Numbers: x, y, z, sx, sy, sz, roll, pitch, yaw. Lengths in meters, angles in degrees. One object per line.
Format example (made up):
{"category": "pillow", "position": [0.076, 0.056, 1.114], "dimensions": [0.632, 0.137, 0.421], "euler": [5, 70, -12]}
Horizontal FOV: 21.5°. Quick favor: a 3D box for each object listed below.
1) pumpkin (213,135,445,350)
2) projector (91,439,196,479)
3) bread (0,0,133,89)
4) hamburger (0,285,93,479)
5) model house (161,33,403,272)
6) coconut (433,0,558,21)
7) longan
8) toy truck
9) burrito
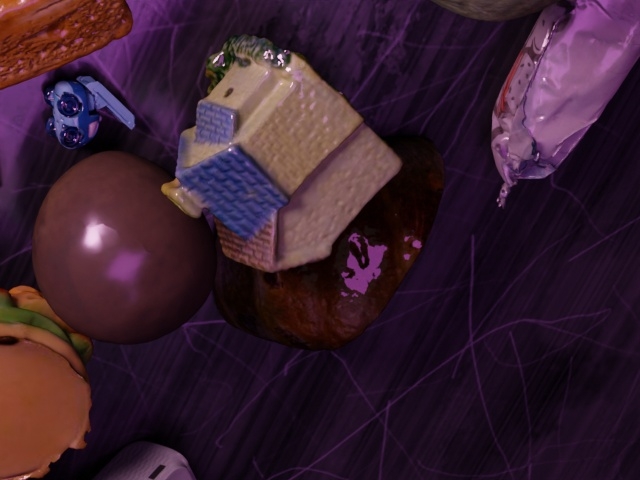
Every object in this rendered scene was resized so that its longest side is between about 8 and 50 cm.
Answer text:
{"category": "pumpkin", "position": [0.000, 0.000, 1.883], "dimensions": [0.169, 0.148, 0.312], "euler": [29, 102, -33]}
{"category": "projector", "position": [-0.234, 0.392, 1.990], "dimensions": [0.250, 0.108, 0.198], "euler": [-47, 130, -33]}
{"category": "bread", "position": [-0.325, -0.213, 1.676], "dimensions": [0.271, 0.077, 0.139], "euler": [-23, 153, -4]}
{"category": "hamburger", "position": [-0.357, 0.143, 1.842], "dimensions": [0.237, 0.149, 0.237], "euler": [-7, 127, -9]}
{"category": "model house", "position": [-0.068, -0.084, 1.750], "dimensions": [0.214, 0.195, 0.189], "euler": [43, 76, -38]}
{"category": "coconut", "position": [0.171, -0.388, 1.640], "dimensions": [0.328, 0.281, 0.328], "euler": [-24, 125, -39]}
{"category": "longan", "position": [-0.208, 0.015, 1.795], "dimensions": [0.197, 0.196, 0.220], "euler": [-29, 135, -1]}
{"category": "toy truck", "position": [-0.242, -0.136, 1.783], "dimensions": [0.090, 0.056, 0.073], "euler": [-10, 115, -27]}
{"category": "burrito", "position": [0.297, -0.227, 1.879], "dimensions": [0.139, 0.101, 0.445], "euler": [21, 110, -29]}
